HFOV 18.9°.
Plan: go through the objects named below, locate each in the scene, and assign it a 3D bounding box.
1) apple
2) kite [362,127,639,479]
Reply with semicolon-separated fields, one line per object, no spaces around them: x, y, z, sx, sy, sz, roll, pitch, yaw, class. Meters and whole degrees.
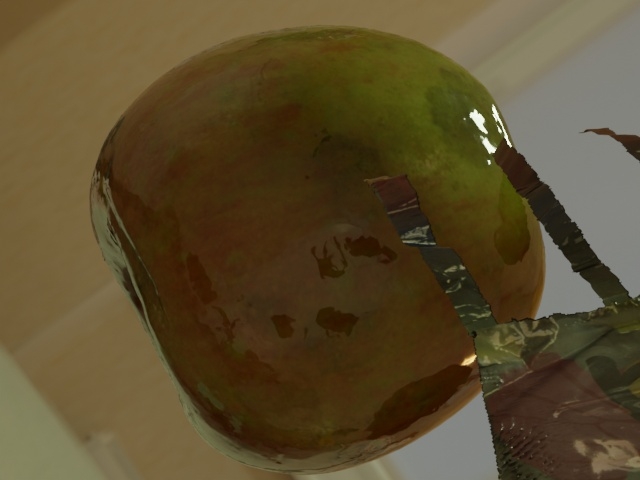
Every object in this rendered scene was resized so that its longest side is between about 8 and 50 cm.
0.000;0.000;1.433;0.339;0.339;0.339;54;6;-8;apple
0.120;0.034;0.730;0.360;0.204;0.022;-127;-158;-58;kite
